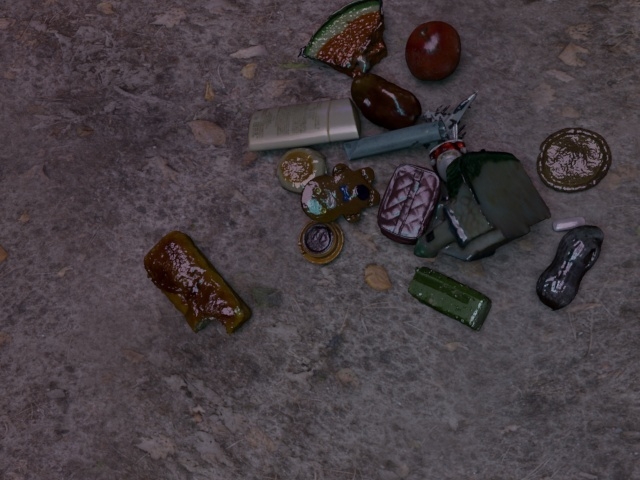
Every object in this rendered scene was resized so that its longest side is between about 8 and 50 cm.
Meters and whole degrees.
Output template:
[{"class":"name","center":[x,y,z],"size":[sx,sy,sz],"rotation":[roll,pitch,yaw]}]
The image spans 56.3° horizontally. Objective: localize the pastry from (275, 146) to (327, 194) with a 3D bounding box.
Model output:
[{"class":"pastry","center":[-0.055,-0.214,1.826],"size":[0.165,0.088,0.166],"rotation":[-2,80,11]}]

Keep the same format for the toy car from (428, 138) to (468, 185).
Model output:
[{"class":"toy car","center":[0.370,-0.202,1.673],"size":[0.112,0.112,0.139],"rotation":[-21,108,17]}]

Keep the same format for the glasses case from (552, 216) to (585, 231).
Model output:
[{"class":"glasses case","center":[0.676,-0.044,1.630],"size":[0.083,0.021,0.032],"rotation":[-11,75,13]}]

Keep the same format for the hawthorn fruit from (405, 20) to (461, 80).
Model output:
[{"class":"hawthorn fruit","center":[0.327,-0.550,1.736],"size":[0.172,0.173,0.173],"rotation":[-3,80,15]}]

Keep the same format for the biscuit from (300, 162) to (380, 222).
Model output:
[{"class":"biscuit","center":[0.057,-0.133,1.762],"size":[0.236,0.039,0.180],"rotation":[-17,93,-6]}]

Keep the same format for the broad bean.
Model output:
[{"class":"broad bean","center":[0.186,-0.403,1.756],"size":[0.228,0.156,0.122],"rotation":[28,85,12]}]

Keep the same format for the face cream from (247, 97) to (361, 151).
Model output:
[{"class":"face cream","center":[-0.046,-0.358,1.836],"size":[0.348,0.081,0.174],"rotation":[-5,52,14]}]

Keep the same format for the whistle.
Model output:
[{"class":"whistle","center":[0.209,-0.288,1.737],"size":[0.312,0.062,0.062],"rotation":[-8,78,31]}]

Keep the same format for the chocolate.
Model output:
[{"class":"chocolate","center":[0.654,0.067,1.577],"size":[0.110,0.110,0.248],"rotation":[33,91,18]}]

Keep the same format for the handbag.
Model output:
[{"class":"handbag","center":[0.252,-0.101,1.698],"size":[0.146,0.135,0.225],"rotation":[23,86,14]}]

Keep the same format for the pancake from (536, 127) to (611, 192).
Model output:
[{"class":"pancake","center":[0.698,-0.224,1.656],"size":[0.199,0.021,0.199],"rotation":[-3,79,15]}]

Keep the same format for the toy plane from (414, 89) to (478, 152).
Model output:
[{"class":"toy plane","center":[0.373,-0.339,1.732],"size":[0.234,0.082,0.160],"rotation":[-41,64,18]}]

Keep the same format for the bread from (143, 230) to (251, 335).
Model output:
[{"class":"bread","center":[-0.388,0.150,1.845],"size":[0.185,0.109,0.380],"rotation":[-44,74,4]}]

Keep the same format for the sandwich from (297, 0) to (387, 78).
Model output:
[{"class":"sandwich","center":[0.100,-0.614,1.845],"size":[0.212,0.109,0.292],"rotation":[40,95,11]}]

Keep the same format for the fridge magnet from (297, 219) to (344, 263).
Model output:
[{"class":"fridge magnet","center":[0.000,0.000,1.786],"size":[0.143,0.063,0.143],"rotation":[-4,78,17]}]

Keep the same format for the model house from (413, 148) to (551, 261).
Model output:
[{"class":"model house","center":[0.392,-0.060,1.574],"size":[0.284,0.298,0.243],"rotation":[-44,66,43]}]

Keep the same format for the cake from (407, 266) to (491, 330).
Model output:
[{"class":"cake","center":[0.362,0.160,1.677],"size":[0.235,0.099,0.100],"rotation":[27,90,38]}]
